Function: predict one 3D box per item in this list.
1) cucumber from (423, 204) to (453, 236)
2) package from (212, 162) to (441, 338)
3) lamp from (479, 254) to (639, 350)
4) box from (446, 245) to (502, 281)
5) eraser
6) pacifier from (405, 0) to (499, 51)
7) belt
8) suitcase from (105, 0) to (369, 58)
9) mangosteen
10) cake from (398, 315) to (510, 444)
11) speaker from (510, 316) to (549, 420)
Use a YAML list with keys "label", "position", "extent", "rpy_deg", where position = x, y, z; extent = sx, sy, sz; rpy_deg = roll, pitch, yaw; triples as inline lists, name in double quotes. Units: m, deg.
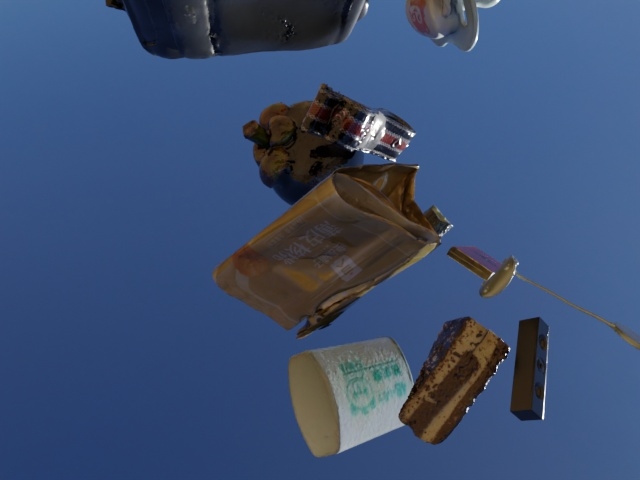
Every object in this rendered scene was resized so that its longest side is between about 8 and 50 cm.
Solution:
- label: "cucumber"
  position: [0.210, 0.009, 1.434]
  extent: [0.241, 0.074, 0.074]
  rpy_deg: [-38, -137, -12]
- label: "package"
  position: [0.017, 0.029, 0.913]
  extent: [0.221, 0.165, 0.311]
  rpy_deg: [-13, 163, -48]
- label: "lamp"
  position: [0.279, 0.085, 0.680]
  extent: [0.198, 0.056, 0.050]
  rpy_deg: [30, -164, 0]
- label: "box"
  position: [0.302, 0.042, 1.140]
  extent: [0.090, 0.023, 0.133]
  rpy_deg: [39, -161, 27]
- label: "eraser"
  position: [0.070, 0.294, 1.178]
  extent: [0.104, 0.290, 0.189]
  rpy_deg: [-21, -104, 34]
- label: "pacifier"
  position: [0.334, -0.594, 1.451]
  extent: [0.233, 0.244, 0.299]
  rpy_deg: [-21, -152, -10]
- label: "belt"
  position: [0.091, -0.225, 1.212]
  extent: [0.126, 0.094, 0.360]
  rpy_deg: [37, -161, 25]
- label: "suitcase"
  position: [-0.097, -0.346, 0.687]
  extent: [0.339, 0.188, 0.345]
  rpy_deg: [-9, 176, -7]
- label: "mangosteen"
  position: [-0.046, -0.212, 1.420]
  extent: [0.302, 0.275, 0.275]
  rpy_deg: [17, -154, -31]
- label: "cake"
  position: [0.247, 0.270, 1.186]
  extent: [0.246, 0.112, 0.135]
  rpy_deg: [-52, -175, -6]
- label: "speaker"
  position: [0.385, 0.233, 1.106]
  extent: [0.046, 0.040, 0.191]
  rpy_deg: [-21, -142, 42]
